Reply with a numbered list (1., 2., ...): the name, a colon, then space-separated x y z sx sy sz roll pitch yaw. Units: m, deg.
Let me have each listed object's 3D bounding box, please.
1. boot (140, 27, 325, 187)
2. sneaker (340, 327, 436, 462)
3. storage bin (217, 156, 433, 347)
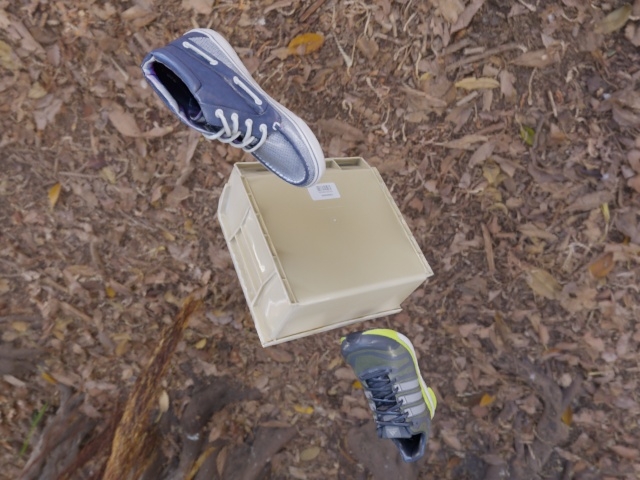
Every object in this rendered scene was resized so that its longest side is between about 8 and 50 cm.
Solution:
1. boot: -0.079 -0.109 0.477 0.190 0.086 0.069 45 130 -11
2. sneaker: 0.122 0.258 0.837 0.111 0.121 0.300 -20 125 24
3. storage bin: 0.000 0.000 0.807 0.262 0.261 0.123 -8 151 -31
